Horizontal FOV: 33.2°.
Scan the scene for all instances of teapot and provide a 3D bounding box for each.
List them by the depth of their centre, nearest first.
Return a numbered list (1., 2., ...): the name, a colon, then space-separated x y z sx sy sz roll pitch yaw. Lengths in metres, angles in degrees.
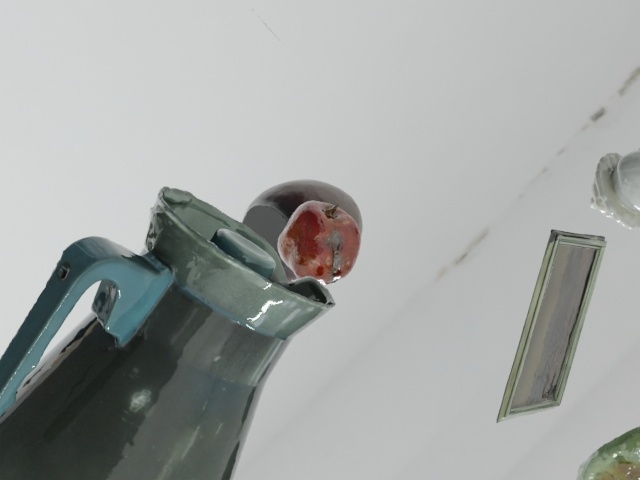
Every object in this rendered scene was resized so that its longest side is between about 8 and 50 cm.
1. teapot: -0.112 0.089 0.663 0.171 0.203 0.225 37 -83 36

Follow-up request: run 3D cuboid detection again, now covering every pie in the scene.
1. pie: 0.457 0.325 1.397 0.240 0.240 0.054 -30 -167 29

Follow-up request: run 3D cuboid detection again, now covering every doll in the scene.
1. doll: 0.492 -0.098 1.476 0.293 0.138 0.119 -26 -113 47

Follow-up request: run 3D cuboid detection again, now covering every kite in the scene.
1. kite: -0.076 -0.294 1.456 0.002 0.044 0.078 -42 -105 6

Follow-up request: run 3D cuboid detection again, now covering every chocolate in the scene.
1. chocolate: -0.020 -0.011 1.529 0.177 0.177 0.177 -31 -144 26

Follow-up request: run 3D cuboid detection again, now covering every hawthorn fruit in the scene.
1. hawthorn fruit: 0.000 0.000 1.127 0.093 0.093 0.093 -31 -144 26

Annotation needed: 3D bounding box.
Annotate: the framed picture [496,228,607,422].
1. framed picture: 0.307 0.112 1.402 0.014 0.197 0.252 19 -82 33
